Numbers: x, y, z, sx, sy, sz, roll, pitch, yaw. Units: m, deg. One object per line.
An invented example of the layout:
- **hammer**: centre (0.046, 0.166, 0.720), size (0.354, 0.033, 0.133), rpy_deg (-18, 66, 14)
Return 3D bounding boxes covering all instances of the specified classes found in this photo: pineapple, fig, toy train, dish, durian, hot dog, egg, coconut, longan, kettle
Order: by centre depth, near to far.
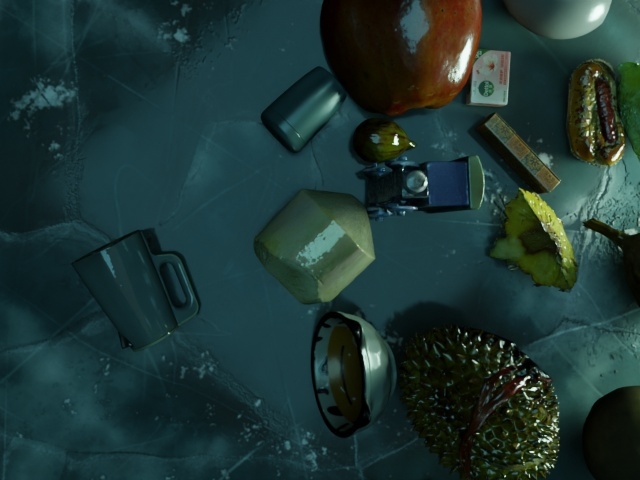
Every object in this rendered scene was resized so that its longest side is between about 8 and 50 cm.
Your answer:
- **toy train**: centre (0.209, -0.108, 1.470), size (0.202, 0.300, 0.131), rpy_deg (-1, 91, -11)
- **durian**: centre (0.343, 0.355, 1.474), size (0.348, 0.347, 0.384), rpy_deg (-27, 56, -1)
- **coconut**: centre (0.000, 0.000, 1.495), size (0.244, 0.239, 0.239), rpy_deg (-43, 94, 5)
- **dish**: centre (0.085, 0.288, 1.509), size (0.120, 0.303, 0.303), rpy_deg (-1, 93, -25)
- **egg**: centre (0.520, -0.542, 1.520), size (0.232, 0.176, 0.176), rpy_deg (18, 92, 4)
- **longan**: centre (0.742, 0.467, 1.532), size (0.297, 0.297, 0.297), rpy_deg (0, 93, -3)
- **kettle**: centre (-0.401, 0.104, 1.536), size (0.211, 0.160, 0.243), rpy_deg (-33, 103, -29)
- **fig**: centre (0.150, -0.224, 1.554), size (0.155, 0.103, 0.109), rpy_deg (9, 49, -13)
- **fig**: centre (0.767, 0.052, 1.559), size (0.369, 0.286, 0.286), rpy_deg (25, 92, 28)
- **durian**: centre (0.768, -0.297, 1.582), size (0.139, 0.101, 0.250), rpy_deg (-9, 94, -2)
- **hot dog**: centre (0.637, -0.295, 1.592), size (0.131, 0.069, 0.252), rpy_deg (-7, 92, -2)
- **pineapple**: centre (0.494, 0.014, 1.598), size (0.164, 0.140, 0.249), rpy_deg (-40, 76, 40)

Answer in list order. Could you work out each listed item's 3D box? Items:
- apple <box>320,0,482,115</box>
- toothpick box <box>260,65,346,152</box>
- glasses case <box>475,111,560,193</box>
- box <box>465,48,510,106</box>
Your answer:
- **apple**: centre (0.186, -0.467, 1.533), size (0.329, 0.295, 0.364), rpy_deg (-4, 97, 39)
- **toothpick box**: centre (-0.034, -0.297, 1.533), size (0.120, 0.120, 0.184), rpy_deg (45, 86, -4)
- **glasses case**: centre (0.458, -0.202, 1.584), size (0.049, 0.075, 0.218), rpy_deg (-45, 94, -3)
- **box**: centre (0.388, -0.376, 1.587), size (0.089, 0.043, 0.125), rpy_deg (2, 93, -3)
